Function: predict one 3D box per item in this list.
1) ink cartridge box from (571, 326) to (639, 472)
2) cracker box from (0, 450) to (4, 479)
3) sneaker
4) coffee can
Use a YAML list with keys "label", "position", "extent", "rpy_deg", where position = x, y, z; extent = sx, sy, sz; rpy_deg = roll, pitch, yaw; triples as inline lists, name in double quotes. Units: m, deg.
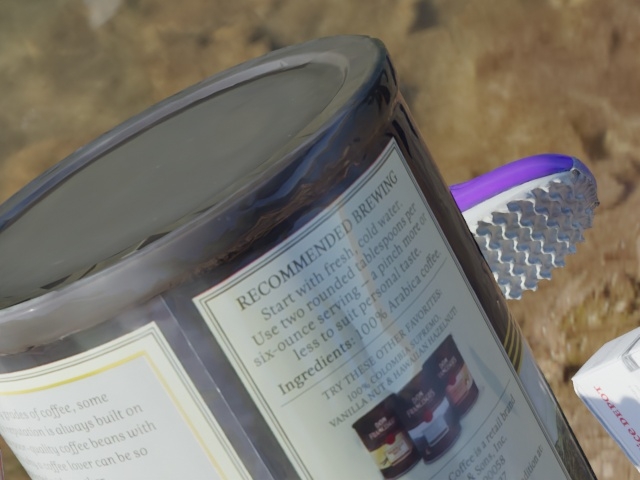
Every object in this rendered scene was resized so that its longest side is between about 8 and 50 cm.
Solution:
- label: "ink cartridge box"
  position: [0.409, 0.162, 1.466]
  extent: [0.158, 0.218, 0.092]
  rpy_deg: [52, 51, 0]
- label: "cracker box"
  position: [-0.263, 0.209, 0.783]
  extent: [0.156, 0.067, 0.232]
  rpy_deg: [-17, 68, 13]
- label: "sneaker"
  position: [0.047, -0.005, 0.949]
  extent: [0.293, 0.102, 0.146]
  rpy_deg: [-30, 51, 14]
- label: "coffee can"
  position: [-0.004, 0.085, 0.544]
  extent: [0.201, 0.201, 0.275]
  rpy_deg: [-28, 109, 3]
